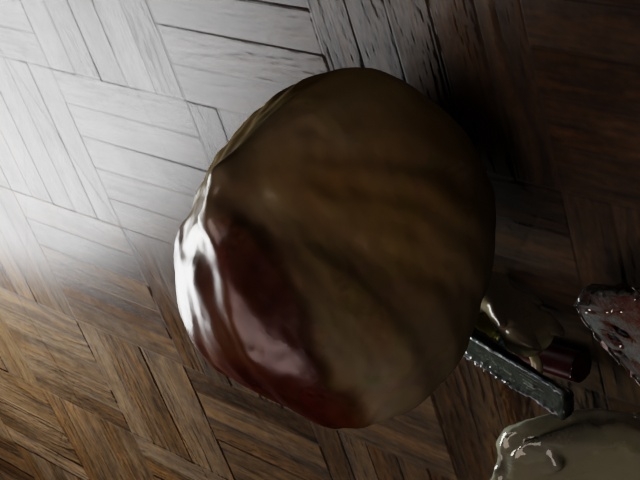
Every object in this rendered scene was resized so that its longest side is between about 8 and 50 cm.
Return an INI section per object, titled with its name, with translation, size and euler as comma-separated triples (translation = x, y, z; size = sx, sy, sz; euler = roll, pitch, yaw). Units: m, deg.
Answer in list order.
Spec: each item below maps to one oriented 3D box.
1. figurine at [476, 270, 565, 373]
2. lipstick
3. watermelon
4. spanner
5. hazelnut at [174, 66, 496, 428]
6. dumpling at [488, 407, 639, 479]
[figurine]
translation = 0.145, 0.067, 1.093
size = 0.083, 0.047, 0.050
euler = 49, 140, 30
[lipstick]
translation = 0.139, 0.080, 1.146
size = 0.176, 0.027, 0.027
euler = 15, 137, 44
[watermelon]
translation = 0.236, 0.055, 0.959
size = 0.139, 0.071, 0.187
euler = 31, 155, 37
[spanner]
translation = 0.088, 0.059, 1.127
size = 0.325, 0.026, 0.093
euler = 31, 144, 48
[hazelnut]
translation = 0.000, 0.000, 1.012
size = 0.241, 0.261, 0.261
euler = 28, 163, -36
[dumpling]
translation = 0.255, 0.290, 1.127
size = 0.316, 0.233, 0.395
euler = 0, 117, 12
